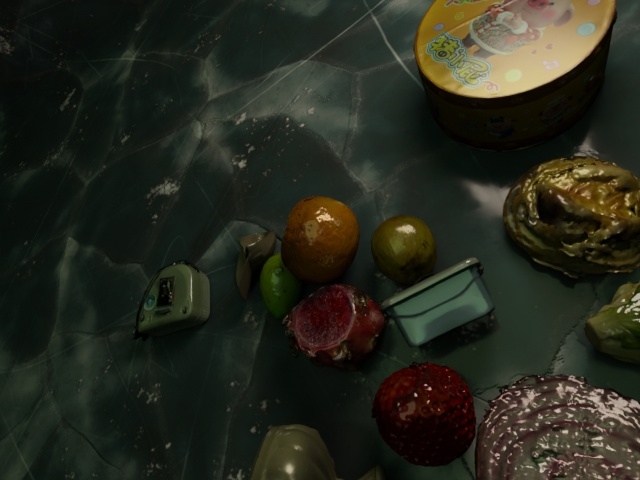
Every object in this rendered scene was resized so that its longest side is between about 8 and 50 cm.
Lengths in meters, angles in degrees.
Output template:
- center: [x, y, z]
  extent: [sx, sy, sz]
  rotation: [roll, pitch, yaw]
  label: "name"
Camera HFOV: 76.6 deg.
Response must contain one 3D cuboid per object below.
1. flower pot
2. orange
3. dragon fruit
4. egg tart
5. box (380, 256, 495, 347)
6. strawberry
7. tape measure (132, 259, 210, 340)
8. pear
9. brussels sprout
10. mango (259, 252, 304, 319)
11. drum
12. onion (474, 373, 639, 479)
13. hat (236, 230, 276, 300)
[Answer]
- center: [-0.007, 0.521, 0.761]
  extent: [0.244, 0.307, 0.307]
  rotation: [8, 72, 8]
  label: "flower pot"
- center: [-0.002, 0.000, 0.992]
  extent: [0.193, 0.219, 0.219]
  rotation: [-2, 66, -1]
  label: "orange"
- center: [0.025, 0.206, 0.950]
  extent: [0.282, 0.147, 0.211]
  rotation: [-25, 61, 13]
  label: "dragon fruit"
- center: [0.536, -0.062, 0.829]
  extent: [0.297, 0.132, 0.297]
  rotation: [-7, 67, 17]
  label: "egg tart"
- center: [0.252, 0.133, 0.865]
  extent: [0.227, 0.162, 0.130]
  rotation: [-28, 70, 13]
  label: "box"
- center: [0.187, 0.318, 0.765]
  extent: [0.205, 0.244, 0.205]
  rotation: [-11, 62, 22]
  label: "strawberry"
- center: [-0.457, 0.173, 1.219]
  extent: [0.235, 0.115, 0.207]
  rotation: [-18, 65, 19]
  label: "tape measure"
- center: [0.194, 0.019, 0.945]
  extent: [0.149, 0.149, 0.162]
  rotation: [-27, 55, 14]
  label: "pear"
- center: [0.577, 0.146, 0.712]
  extent: [0.183, 0.131, 0.145]
  rotation: [-43, 52, -1]
  label: "brussels sprout"
- center: [-0.104, 0.119, 1.077]
  extent: [0.119, 0.100, 0.178]
  rotation: [-5, 75, 22]
  label: "mango"
- center: [0.447, -0.447, 0.976]
  extent: [0.431, 0.214, 0.431]
  rotation: [-10, 66, 23]
  label: "drum"
- center: [0.439, 0.381, 0.688]
  extent: [0.314, 0.146, 0.280]
  rotation: [-9, 40, 33]
  label: "onion"
- center: [-0.177, 0.070, 1.147]
  extent: [0.144, 0.173, 0.166]
  rotation: [-16, 14, -14]
  label: "hat"
